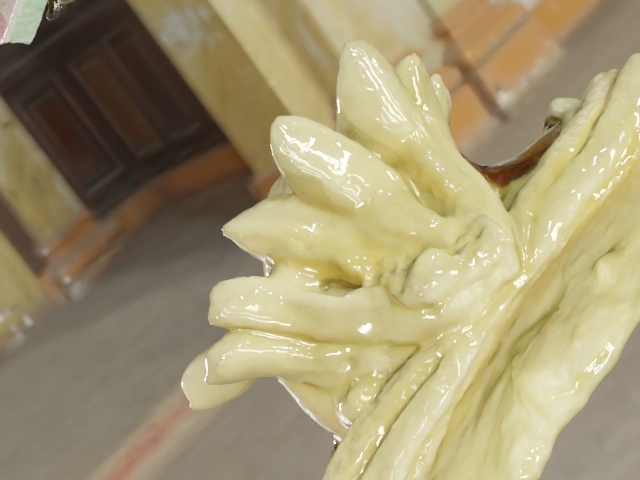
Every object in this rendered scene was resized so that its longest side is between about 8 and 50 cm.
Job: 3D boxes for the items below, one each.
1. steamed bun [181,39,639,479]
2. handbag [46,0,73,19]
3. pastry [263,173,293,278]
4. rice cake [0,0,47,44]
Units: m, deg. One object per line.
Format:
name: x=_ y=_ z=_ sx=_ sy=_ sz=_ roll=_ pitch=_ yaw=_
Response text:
steamed bun: x=0.062 y=0.032 z=1.011 sx=0.428 sy=0.189 sz=0.247 roll=-58 pitch=-29 yaw=-4
handbag: x=-0.234 y=-0.261 z=1.593 sx=0.072 sy=0.047 sz=0.111 roll=-43 pitch=2 yaw=39
pastry: x=0.000 y=0.000 z=1.358 sx=0.092 sy=0.156 sz=0.156 roll=-4 pitch=16 yaw=2
rice cake: x=-0.252 y=-0.314 z=1.496 sx=0.081 sy=0.051 sz=0.290 roll=37 pitch=110 yaw=47
